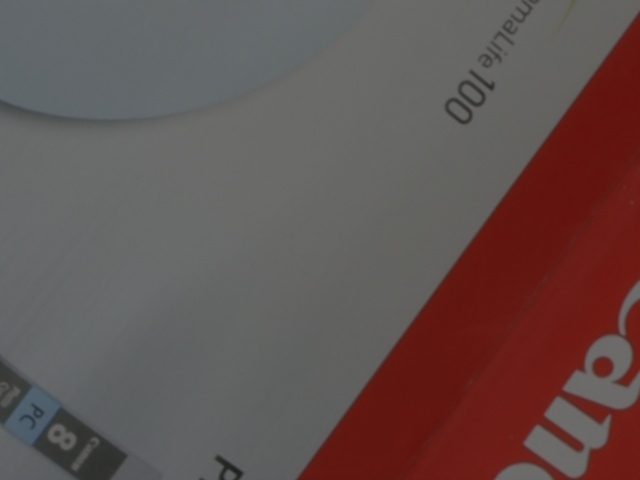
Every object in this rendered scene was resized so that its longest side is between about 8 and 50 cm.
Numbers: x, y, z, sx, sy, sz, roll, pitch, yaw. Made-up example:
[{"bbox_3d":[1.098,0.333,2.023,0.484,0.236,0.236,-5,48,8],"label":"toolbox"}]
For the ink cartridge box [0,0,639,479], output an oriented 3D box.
[{"bbox_3d":[0.000,0.000,0.491,0.385,0.091,0.308,35,-94,24],"label":"ink cartridge box"}]
